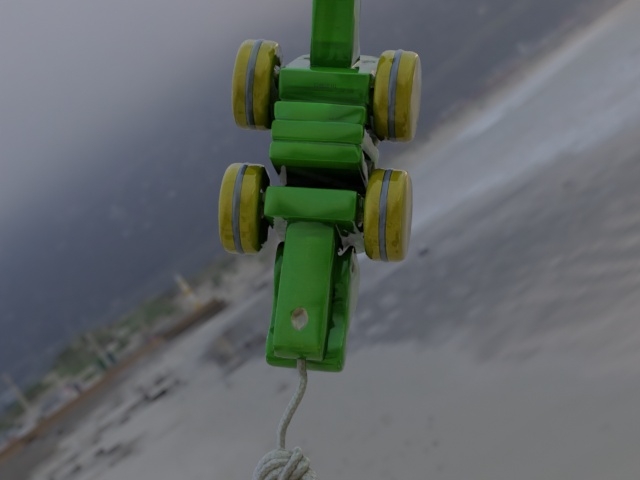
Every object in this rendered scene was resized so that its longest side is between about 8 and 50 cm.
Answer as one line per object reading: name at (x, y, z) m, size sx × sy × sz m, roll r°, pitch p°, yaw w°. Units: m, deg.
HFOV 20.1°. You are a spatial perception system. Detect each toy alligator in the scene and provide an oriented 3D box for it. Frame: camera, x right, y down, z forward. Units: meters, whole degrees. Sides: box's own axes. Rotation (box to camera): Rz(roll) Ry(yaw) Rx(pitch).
toy alligator at (0.000, 0.000, 0.566) m, size 0.056 × 0.189 × 0.051 m, roll 4°, pitch -8°, yaw 10°
